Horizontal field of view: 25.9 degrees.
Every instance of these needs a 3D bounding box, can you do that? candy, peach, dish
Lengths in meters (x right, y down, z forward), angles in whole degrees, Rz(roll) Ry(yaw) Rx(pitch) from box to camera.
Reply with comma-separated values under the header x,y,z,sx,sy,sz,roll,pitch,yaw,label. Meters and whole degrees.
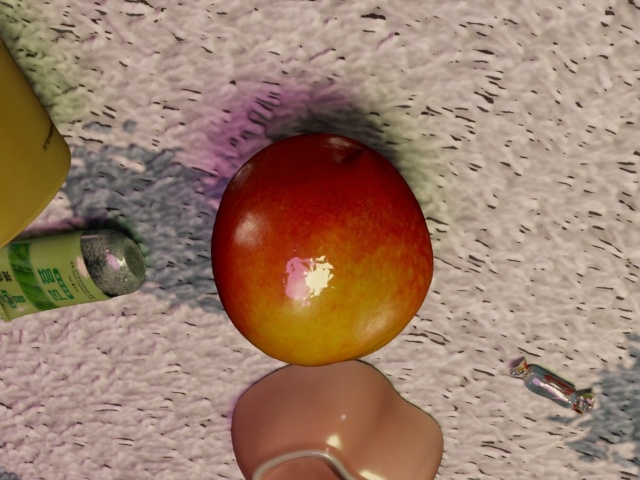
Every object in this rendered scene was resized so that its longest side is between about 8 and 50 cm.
x,y,z,sx,sy,sz,roll,pitch,yaw,label
0.212,0.133,1.266,0.083,0.020,0.030,31,126,-7,candy
0.000,0.000,1.123,0.197,0.197,0.197,7,127,9,peach
0.010,0.222,1.337,0.213,0.090,0.213,6,126,9,dish

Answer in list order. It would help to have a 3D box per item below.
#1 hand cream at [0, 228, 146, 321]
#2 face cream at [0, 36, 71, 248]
x,y,z,sx,sy,sz,roll,pitch,yaw,label
-0.245,0.030,1.289,0.175,0.046,0.095,-10,125,22,hand cream
-0.337,-0.085,1.119,0.218,0.218,0.179,-16,121,24,face cream
